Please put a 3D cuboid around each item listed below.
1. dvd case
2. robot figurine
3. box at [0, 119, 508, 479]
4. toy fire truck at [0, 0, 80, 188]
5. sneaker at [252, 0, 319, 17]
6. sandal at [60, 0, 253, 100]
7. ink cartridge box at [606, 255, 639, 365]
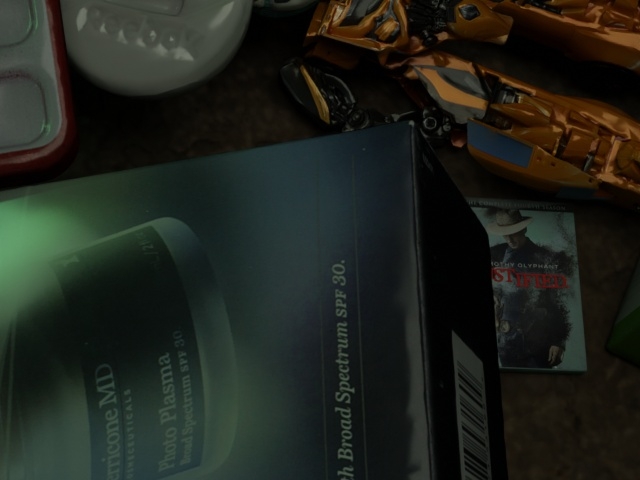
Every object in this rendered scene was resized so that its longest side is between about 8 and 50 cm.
[{"bbox_3d":[0.131,0.030,0.885,0.087,0.013,0.119,4,68,-10],"label":"dvd case"},{"bbox_3d":[0.117,-0.135,0.893,0.291,0.085,0.211,20,77,-1],"label":"robot figurine"},{"bbox_3d":[-0.064,0.126,0.663,0.294,0.183,0.296,-9,69,17],"label":"box"},{"bbox_3d":[-0.266,-0.163,0.706,0.253,0.169,0.302,-8,77,-7],"label":"toy fire truck"},{"bbox_3d":[-0.022,-0.257,0.894,0.107,0.110,0.275,0,60,-3],"label":"sneaker"},{"bbox_3d":[-0.119,-0.284,0.802,0.169,0.102,0.416,-1,83,4],"label":"sandal"},{"bbox_3d":[0.297,-0.043,0.849,0.097,0.189,0.255,27,67,0],"label":"ink cartridge box"}]
